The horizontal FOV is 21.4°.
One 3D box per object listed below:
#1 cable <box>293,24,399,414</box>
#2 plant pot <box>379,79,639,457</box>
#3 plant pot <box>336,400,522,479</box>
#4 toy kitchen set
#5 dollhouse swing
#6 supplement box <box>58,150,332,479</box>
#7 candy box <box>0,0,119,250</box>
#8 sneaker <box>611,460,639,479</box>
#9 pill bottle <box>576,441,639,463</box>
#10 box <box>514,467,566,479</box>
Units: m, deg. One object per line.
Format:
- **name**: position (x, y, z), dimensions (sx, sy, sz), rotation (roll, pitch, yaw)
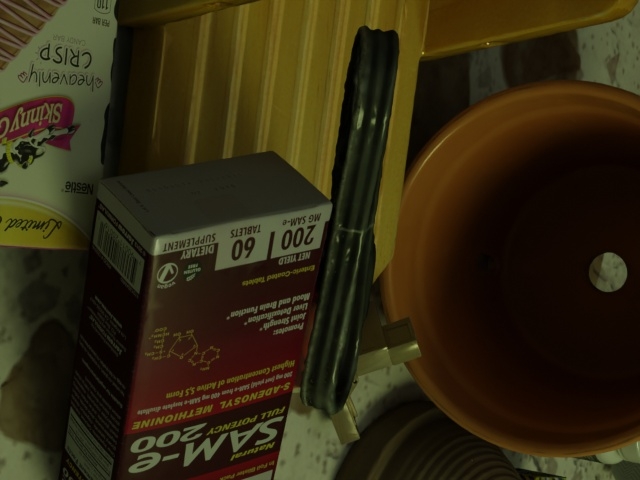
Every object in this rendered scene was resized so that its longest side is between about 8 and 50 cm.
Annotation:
- **cable**: position (0.000, 0.000, 1.073), dimensions (0.287, 0.072, 0.139), rotation (95, 4, -47)
- **plant pot**: position (0.216, 0.026, 1.388), dimensions (0.203, 0.290, 0.291), rotation (8, 89, -69)
- **plant pot**: position (0.110, 0.257, 1.397), dimensions (0.237, 0.109, 0.237), rotation (-12, 106, -50)
- **toy kitchen set**: position (0.039, 0.099, 1.322), dimensions (0.068, 0.083, 0.075), rotation (-103, 174, -59)
- **dollhouse swing**: position (0.054, -0.114, 1.150), dimensions (0.346, 0.315, 0.305), rotation (0, 84, -53)
- **supplement box**: position (-0.082, 0.071, 1.062), dimensions (0.130, 0.073, 0.239), rotation (-12, 129, -34)
- **candy box**: position (-0.196, -0.114, 0.979), dimensions (0.159, 0.071, 0.233), rotation (3, 93, -53)
- **sneaker**: position (0.409, 0.210, 1.777), dimensions (0.292, 0.108, 0.169), rotation (-48, 127, -39)
- **pill bottle**: position (0.240, 0.159, 1.526), dimensions (0.078, 0.137, 0.078), rotation (-11, 104, -51)
- **box**: position (0.176, 0.293, 1.531), dimensions (0.059, 0.054, 0.169), rotation (11, 86, -53)
